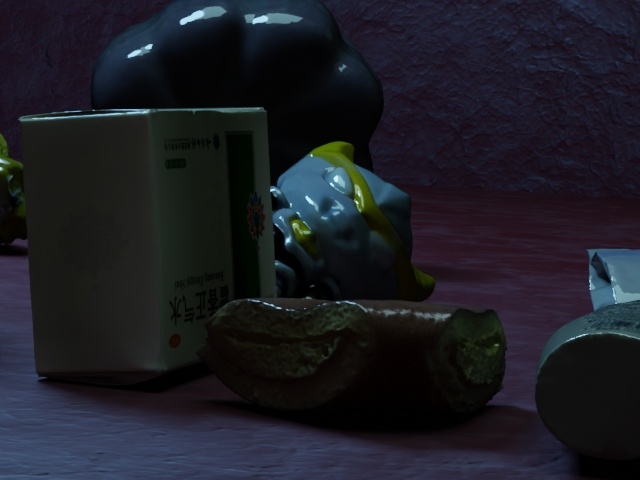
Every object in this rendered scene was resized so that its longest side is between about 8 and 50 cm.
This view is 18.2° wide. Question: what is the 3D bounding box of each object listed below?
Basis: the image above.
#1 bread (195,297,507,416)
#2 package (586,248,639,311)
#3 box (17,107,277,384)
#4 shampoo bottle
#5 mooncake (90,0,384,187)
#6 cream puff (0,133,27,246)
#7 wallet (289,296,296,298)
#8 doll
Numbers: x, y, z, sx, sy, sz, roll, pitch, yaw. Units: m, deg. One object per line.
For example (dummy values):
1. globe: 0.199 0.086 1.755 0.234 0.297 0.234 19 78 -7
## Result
1. bread: 0.031 0.068 1.155 0.192 0.067 0.119 3 -3 -12
2. package: 0.325 0.057 1.575 0.204 0.062 0.251 3 18 -2
3. box: -0.107 -0.002 1.308 0.095 0.168 0.212 0 4 19
4. shampoo bottle: 0.186 0.073 1.127 0.127 0.078 0.257 2 5 19
5. mooncake: -0.084 -0.109 1.968 0.306 0.306 0.154 2 11 -6
6. cream puff: -0.361 -0.052 2.011 0.156 0.121 0.156 -3 2 0
7. wallet: -0.063 0.021 1.781 0.229 0.049 0.182 5 8 39
8. doll: -0.002 -0.004 1.599 0.145 0.103 0.316 36 25 18
